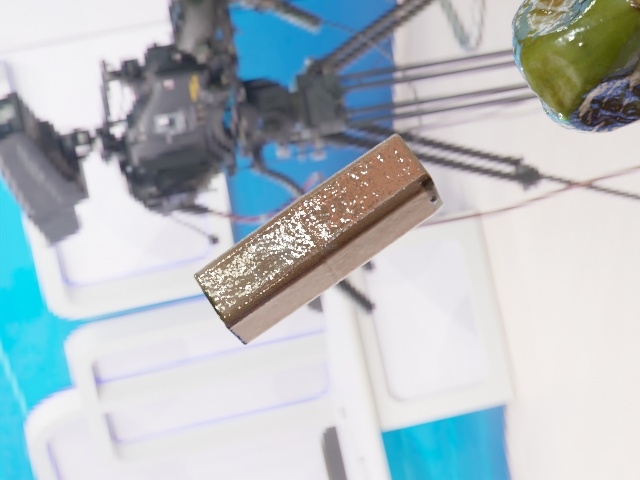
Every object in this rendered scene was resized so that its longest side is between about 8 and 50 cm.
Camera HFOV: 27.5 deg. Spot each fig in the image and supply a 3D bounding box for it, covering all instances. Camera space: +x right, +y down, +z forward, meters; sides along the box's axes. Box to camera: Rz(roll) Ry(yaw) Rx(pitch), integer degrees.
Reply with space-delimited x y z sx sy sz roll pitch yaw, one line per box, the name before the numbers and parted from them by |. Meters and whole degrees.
fig | 0.231 -0.164 1.043 0.154 0.144 0.166 37 161 10

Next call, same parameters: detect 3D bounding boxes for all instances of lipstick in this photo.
lipstick | 0.000 0.000 0.766 0.045 0.145 0.045 54 180 27
